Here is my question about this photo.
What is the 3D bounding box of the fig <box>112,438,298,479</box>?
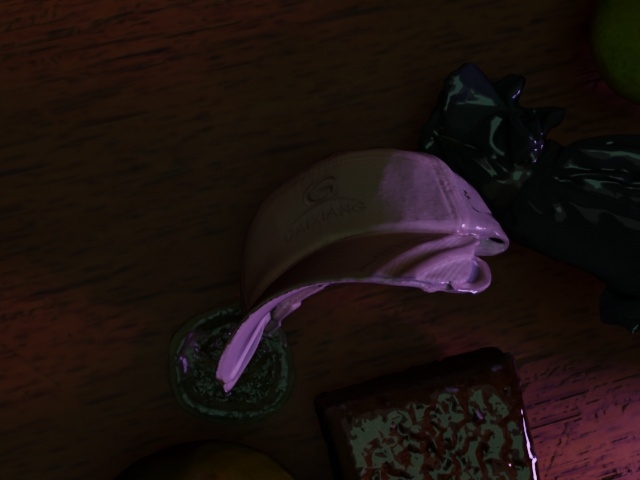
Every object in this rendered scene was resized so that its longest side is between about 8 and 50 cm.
[{"bbox_3d":[-0.087,0.243,0.647,0.203,0.225,0.202,-1,69,3],"label":"fig"}]

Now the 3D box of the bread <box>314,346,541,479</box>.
[{"bbox_3d":[0.111,0.304,0.730,0.165,0.113,0.416,-10,91,-9],"label":"bread"}]

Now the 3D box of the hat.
[{"bbox_3d":[0.000,0.000,0.631,0.220,0.226,0.164,-24,75,17],"label":"hat"}]

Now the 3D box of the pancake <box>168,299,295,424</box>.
[{"bbox_3d":[-0.073,0.102,0.748,0.108,0.017,0.108,1,86,-9],"label":"pancake"}]

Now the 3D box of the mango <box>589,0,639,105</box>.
[{"bbox_3d":[0.333,-0.223,0.743,0.185,0.149,0.273,24,93,-15],"label":"mango"}]

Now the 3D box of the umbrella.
[{"bbox_3d":[0.227,-0.011,0.693,0.349,0.094,0.143,27,113,22],"label":"umbrella"}]
